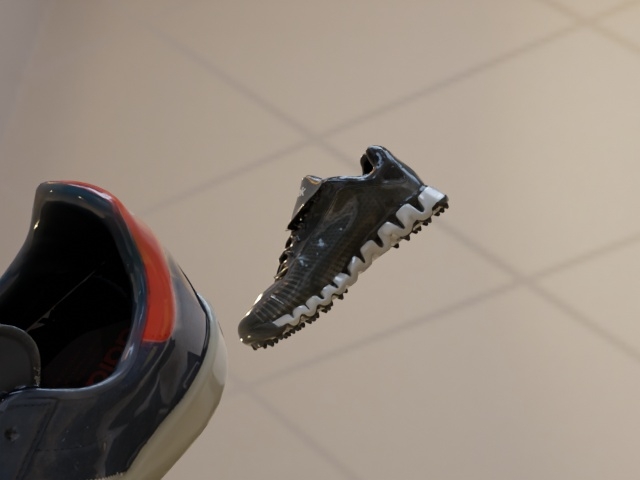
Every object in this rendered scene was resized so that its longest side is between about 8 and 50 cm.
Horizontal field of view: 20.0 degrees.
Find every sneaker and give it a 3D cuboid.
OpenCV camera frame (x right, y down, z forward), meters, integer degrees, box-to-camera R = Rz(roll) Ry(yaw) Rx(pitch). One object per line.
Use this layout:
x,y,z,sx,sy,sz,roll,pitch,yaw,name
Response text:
-0.167,0.119,0.785,0.350,0.131,0.148,-63,-31,-34,sneaker
0.000,0.000,1.622,0.234,0.078,0.106,-40,-91,-18,sneaker
